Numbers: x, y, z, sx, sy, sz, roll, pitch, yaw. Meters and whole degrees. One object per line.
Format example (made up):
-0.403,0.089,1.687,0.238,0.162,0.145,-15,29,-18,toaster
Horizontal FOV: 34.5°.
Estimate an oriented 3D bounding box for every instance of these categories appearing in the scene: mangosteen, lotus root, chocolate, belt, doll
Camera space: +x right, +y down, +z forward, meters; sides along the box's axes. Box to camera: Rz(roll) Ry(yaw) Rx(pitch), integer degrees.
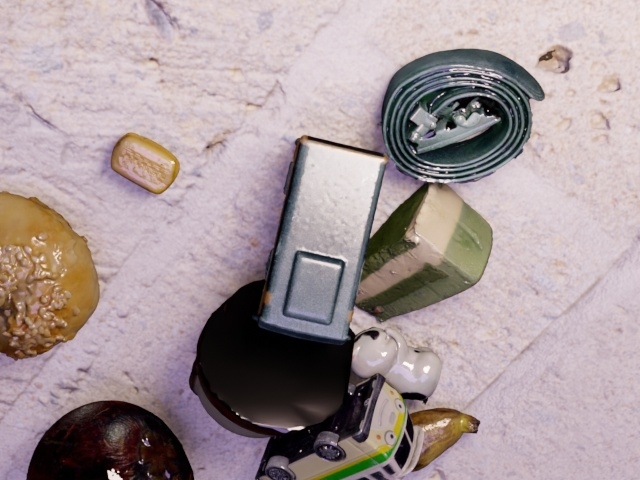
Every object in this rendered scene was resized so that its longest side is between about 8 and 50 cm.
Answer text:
-0.391,0.454,1.895,0.330,0.330,0.330,1,115,2,mangosteen
0.208,0.366,1.946,0.190,0.094,0.108,-28,131,6,lotus root
-0.091,0.225,1.806,0.283,0.284,0.186,14,151,-5,chocolate
0.227,-0.205,1.659,0.267,0.116,0.206,-11,118,10,belt
0.132,0.218,1.864,0.180,0.110,0.107,28,92,-6,doll

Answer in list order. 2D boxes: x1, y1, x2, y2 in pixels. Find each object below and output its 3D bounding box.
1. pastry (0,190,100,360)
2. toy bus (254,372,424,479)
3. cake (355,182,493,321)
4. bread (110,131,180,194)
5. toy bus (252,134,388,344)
-0.541,0.070,1.775,0.284,0.184,0.315,-41,107,18,pastry
0.043,0.378,1.869,0.179,0.143,0.305,40,133,-17,toy bus
0.145,0.053,1.755,0.158,0.172,0.283,40,112,-13,cake
-0.294,-0.132,1.742,0.115,0.056,0.082,25,110,-4,bread
0.000,0.000,1.670,0.162,0.194,0.323,13,89,-5,toy bus
